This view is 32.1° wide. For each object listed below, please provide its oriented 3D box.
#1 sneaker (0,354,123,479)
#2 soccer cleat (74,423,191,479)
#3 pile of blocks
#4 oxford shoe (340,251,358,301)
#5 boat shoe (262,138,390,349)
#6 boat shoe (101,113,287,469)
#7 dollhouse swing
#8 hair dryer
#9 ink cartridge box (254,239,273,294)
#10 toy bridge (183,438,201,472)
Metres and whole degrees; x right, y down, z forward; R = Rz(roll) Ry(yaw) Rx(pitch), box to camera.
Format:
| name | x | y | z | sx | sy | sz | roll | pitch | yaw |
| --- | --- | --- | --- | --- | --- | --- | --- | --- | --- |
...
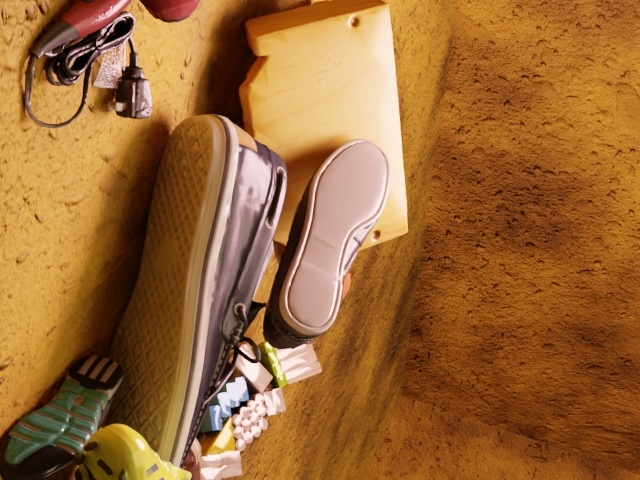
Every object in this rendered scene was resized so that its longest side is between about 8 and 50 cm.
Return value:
| name | x | y | z | sx | sy | sz | roll | pitch | yaw |
| --- | --- | --- | --- | --- | --- | --- | --- | --- | --- |
| sneaker | -0.295 | 0.231 | 1.291 | 0.224 | 0.083 | 0.098 | -53 | 161 | -56 |
| soccer cleat | -0.203 | 0.282 | 1.276 | 0.121 | 0.093 | 0.289 | -36 | 148 | -29 |
| pile of blocks | -0.147 | 0.277 | 1.932 | 0.112 | 0.149 | 0.362 | -23 | -160 | 48 |
| oxford shoe | -0.011 | 0.057 | 2.107 | 0.133 | 0.130 | 0.364 | -57 | 159 | -26 |
| boat shoe | 0.000 | 0.000 | 1.499 | 0.095 | 0.112 | 0.335 | -39 | -157 | 51 |
| boat shoe | -0.154 | 0.094 | 1.416 | 0.156 | 0.187 | 0.500 | 13 | 90 | -41 |
| dollhouse swing | -0.035 | -0.186 | 1.692 | 0.315 | 0.305 | 0.347 | -19 | 116 | -28 |
| hair dryer | -0.189 | -0.251 | 1.127 | 0.223 | 0.080 | 0.294 | -19 | 125 | -72 |
| ink cartridge box | -0.129 | 0.019 | 1.697 | 0.127 | 0.072 | 0.175 | 78 | 31 | -63 |
| toy bridge | -0.218 | 0.323 | 1.733 | 0.188 | 0.063 | 0.026 | 92 | 20 | -48 |
